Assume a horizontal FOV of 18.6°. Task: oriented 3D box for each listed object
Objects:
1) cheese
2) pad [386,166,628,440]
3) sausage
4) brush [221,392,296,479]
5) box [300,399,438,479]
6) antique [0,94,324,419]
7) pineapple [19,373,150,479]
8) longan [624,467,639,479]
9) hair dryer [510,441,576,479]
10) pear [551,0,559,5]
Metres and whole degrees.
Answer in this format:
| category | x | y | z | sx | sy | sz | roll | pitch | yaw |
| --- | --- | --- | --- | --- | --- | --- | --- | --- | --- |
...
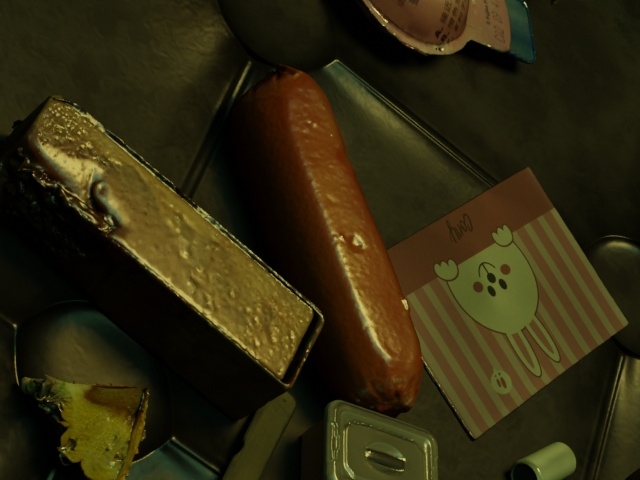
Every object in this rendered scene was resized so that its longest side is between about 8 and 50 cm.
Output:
| category | x | y | z | sx | sy | sz | roll | pitch | yaw |
| --- | --- | --- | --- | --- | --- | --- | --- | --- | --- |
| cheese | 0.121 | -0.262 | 2.051 | 0.286 | 0.074 | 0.188 | 16 | 56 | -37 |
| pad | 0.182 | 0.055 | 1.958 | 0.300 | 0.005 | 0.202 | -28 | 85 | -46 |
| sausage | 0.000 | 0.000 | 1.771 | 0.094 | 0.097 | 0.348 | -5 | 67 | -50 |
| brush | -0.064 | 0.190 | 1.656 | 0.034 | 0.027 | 0.190 | 46 | 37 | -14 |
| box | 0.040 | 0.201 | 1.708 | 0.122 | 0.062 | 0.089 | 21 | 53 | -29 |
| antique | -0.145 | 0.014 | 1.648 | 0.310 | 0.087 | 0.093 | 42 | 46 | -14 |
| pineapple | -0.185 | 0.134 | 1.556 | 0.114 | 0.077 | 0.114 | 25 | 46 | -10 |
| longan | 0.330 | 0.306 | 1.804 | 0.198 | 0.198 | 0.212 | 50 | 43 | -4 |
| hair dryer | 0.230 | 0.257 | 1.858 | 0.063 | 0.038 | 0.124 | -19 | 84 | -45 |
| pear | 0.233 | -0.443 | 2.123 | 0.287 | 0.287 | 0.375 | -15 | 99 | -44 |
